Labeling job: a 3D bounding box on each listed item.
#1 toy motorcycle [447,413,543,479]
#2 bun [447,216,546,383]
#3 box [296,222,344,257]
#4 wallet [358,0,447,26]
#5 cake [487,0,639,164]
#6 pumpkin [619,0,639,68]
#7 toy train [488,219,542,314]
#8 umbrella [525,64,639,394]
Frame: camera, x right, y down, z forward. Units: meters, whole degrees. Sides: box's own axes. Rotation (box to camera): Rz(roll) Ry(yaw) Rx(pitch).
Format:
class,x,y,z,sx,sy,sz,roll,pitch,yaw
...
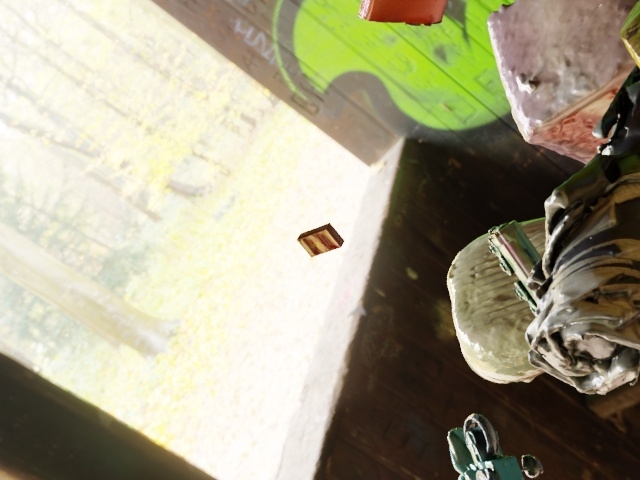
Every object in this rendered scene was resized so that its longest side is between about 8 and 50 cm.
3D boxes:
class,x,y,z,sx,sy,sz,roll,pitch,yaw
toy motorcycle,0.309,0.457,1.227,0.198,0.109,0.296,116,142,-55
bun,0.412,0.117,1.348,0.361,0.213,0.361,-25,41,23
box,0.000,0.000,1.373,0.082,0.051,0.023,-20,29,40
wallet,0.145,-0.426,1.062,0.204,0.143,0.045,103,160,-47
cake,0.418,-0.245,0.985,0.237,0.309,0.229,-37,55,43
pumpkin,0.334,-0.070,0.411,0.139,0.317,0.221,-50,2,40
toy train,0.274,0.043,0.931,0.038,0.147,0.071,-33,-4,-10
umbrella,0.242,-0.044,0.573,0.113,0.106,0.357,94,-159,-54
